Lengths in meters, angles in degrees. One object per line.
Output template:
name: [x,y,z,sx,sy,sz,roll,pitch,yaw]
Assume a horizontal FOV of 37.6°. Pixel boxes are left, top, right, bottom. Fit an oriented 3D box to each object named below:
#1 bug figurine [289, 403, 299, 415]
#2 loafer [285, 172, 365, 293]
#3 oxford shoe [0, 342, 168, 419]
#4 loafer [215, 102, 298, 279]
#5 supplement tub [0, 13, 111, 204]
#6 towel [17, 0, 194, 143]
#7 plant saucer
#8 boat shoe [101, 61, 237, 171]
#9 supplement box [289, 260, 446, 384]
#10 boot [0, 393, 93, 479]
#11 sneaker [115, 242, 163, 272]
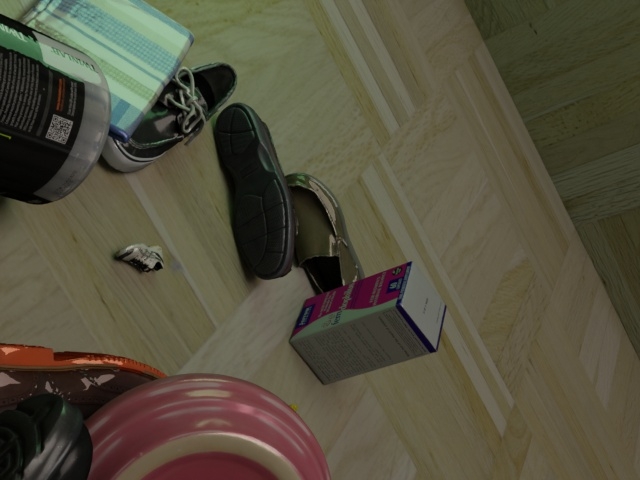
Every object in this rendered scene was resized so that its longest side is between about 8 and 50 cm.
bug figurine: [-0.068,0.343,1.236,0.279,0.072,0.216,-67,153,-71]
loafer: [0.000,0.000,1.617,0.251,0.094,0.087,60,27,-13]
oxford shoe: [-0.290,0.175,1.077,0.271,0.097,0.098,15,76,-46]
loafer: [-0.087,-0.080,1.526,0.095,0.109,0.302,13,57,-59]
supplement tub: [-0.398,-0.163,0.999,0.316,0.194,0.193,19,56,-53]
towel: [-0.304,-0.262,1.291,0.209,0.034,0.285,30,41,-11]
plant saucer: [-0.135,0.314,1.019,0.332,0.084,0.332,-3,99,-20]
boat shoe: [-0.214,-0.194,1.391,0.113,0.105,0.306,63,31,-8]
supplement box: [0.077,0.137,1.531,0.114,0.220,0.111,52,34,-24]
boot: [-0.210,0.404,0.876,0.445,0.146,0.367,45,76,-28]
sneaker: [-0.242,0.025,1.282,0.083,0.032,0.037,2,70,-57]
